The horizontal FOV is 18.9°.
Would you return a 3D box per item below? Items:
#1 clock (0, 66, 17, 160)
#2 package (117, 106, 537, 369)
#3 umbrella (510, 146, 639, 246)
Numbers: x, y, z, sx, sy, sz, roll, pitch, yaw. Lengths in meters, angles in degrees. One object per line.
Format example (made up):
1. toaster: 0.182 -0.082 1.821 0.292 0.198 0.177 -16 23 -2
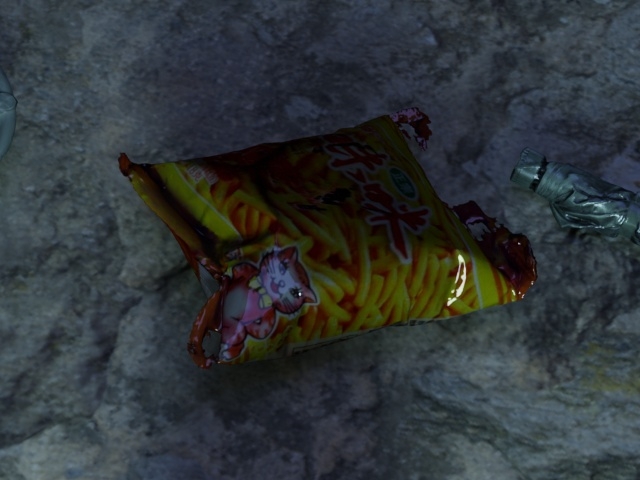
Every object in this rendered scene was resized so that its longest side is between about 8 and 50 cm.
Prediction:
1. clock: -0.359 -0.090 1.520 0.236 0.053 0.236 6 52 -7
2. package: -0.002 -0.005 1.482 0.288 0.108 0.223 -9 49 -24
3. umbrella: 0.243 -0.021 1.565 0.188 0.046 0.050 27 58 11
